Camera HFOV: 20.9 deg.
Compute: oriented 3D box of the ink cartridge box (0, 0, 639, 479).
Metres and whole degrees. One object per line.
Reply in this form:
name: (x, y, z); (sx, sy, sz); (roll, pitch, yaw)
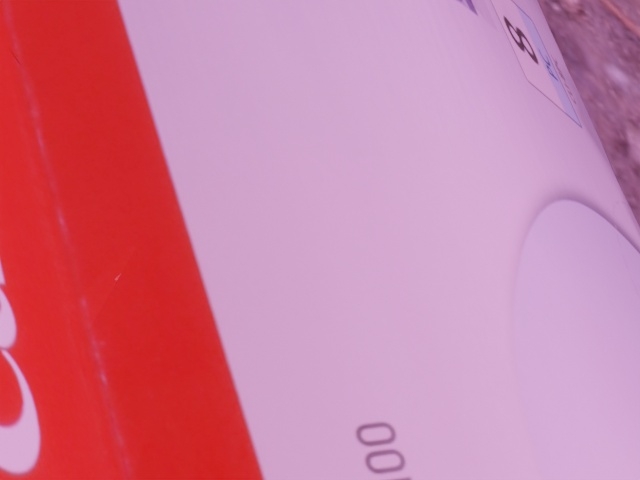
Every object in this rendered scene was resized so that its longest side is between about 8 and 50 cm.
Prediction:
ink cartridge box: (0.000, 0.000, 0.452); (0.385, 0.091, 0.308); (30, 37, -56)
